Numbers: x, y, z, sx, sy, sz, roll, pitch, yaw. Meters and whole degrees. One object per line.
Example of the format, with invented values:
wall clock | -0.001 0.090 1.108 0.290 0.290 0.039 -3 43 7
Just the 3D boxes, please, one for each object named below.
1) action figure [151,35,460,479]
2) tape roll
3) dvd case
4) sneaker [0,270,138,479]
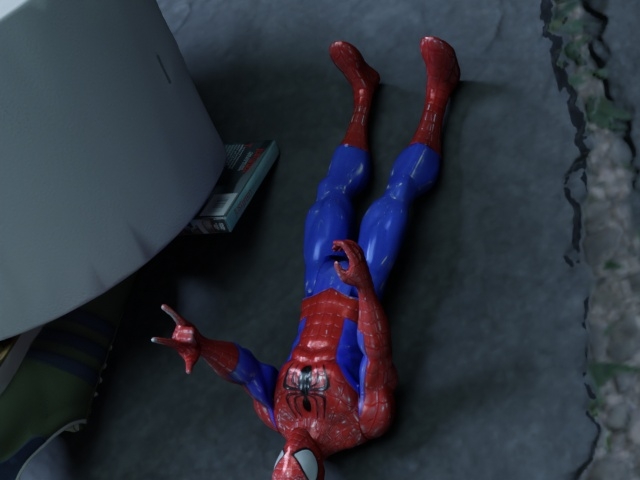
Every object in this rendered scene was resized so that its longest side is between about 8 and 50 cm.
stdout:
action figure | 0.000 0.000 0.991 0.091 0.139 0.280 -1 64 27
tape roll | -0.198 -0.074 1.056 0.246 0.169 0.246 -18 30 11
dvd case | -0.093 -0.030 1.103 0.119 0.013 0.087 -5 33 25
sneaker | -0.157 0.070 1.065 0.064 0.086 0.192 0 31 30
